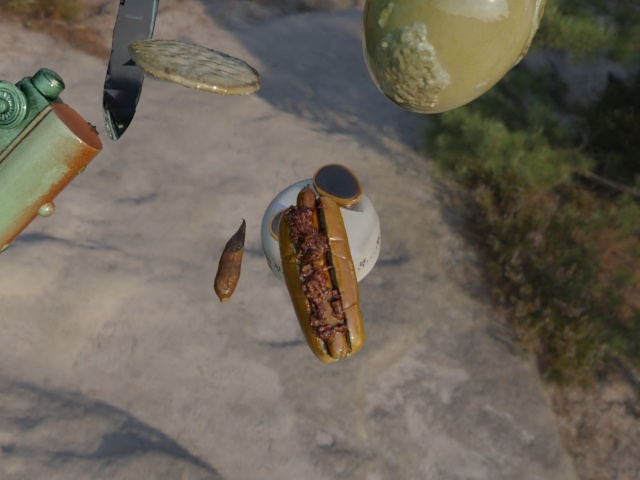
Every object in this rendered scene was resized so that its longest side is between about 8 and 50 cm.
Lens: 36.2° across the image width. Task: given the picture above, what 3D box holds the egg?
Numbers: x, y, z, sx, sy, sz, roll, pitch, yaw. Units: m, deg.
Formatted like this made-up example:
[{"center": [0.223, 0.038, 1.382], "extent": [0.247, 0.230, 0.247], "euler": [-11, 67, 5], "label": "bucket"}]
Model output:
[{"center": [0.121, -0.210, 0.919], "extent": [0.164, 0.201, 0.164], "euler": [19, 39, -16], "label": "egg"}]

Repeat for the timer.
[{"center": [0.000, 0.000, 1.876], "extent": [0.233, 0.240, 0.233], "euler": [-3, 54, 4], "label": "timer"}]

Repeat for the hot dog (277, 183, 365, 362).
[{"center": [-0.005, 0.041, 1.318], "extent": [0.076, 0.102, 0.249], "euler": [22, 54, -60], "label": "hot dog"}]

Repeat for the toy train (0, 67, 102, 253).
[{"center": [-0.435, -0.101, 1.363], "extent": [0.177, 0.285, 0.116], "euler": [47, 11, -1], "label": "toy train"}]

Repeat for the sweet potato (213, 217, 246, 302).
[{"center": [-0.189, 0.040, 2.084], "extent": [0.056, 0.056, 0.195], "euler": [15, 74, -7], "label": "sweet potato"}]

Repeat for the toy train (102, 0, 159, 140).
[{"center": [-0.260, -0.260, 1.334], "extent": [0.055, 0.252, 0.048], "euler": [11, 19, -13], "label": "toy train"}]

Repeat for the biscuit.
[{"center": [-0.136, -0.193, 1.079], "extent": [0.152, 0.020, 0.152], "euler": [14, 23, -6], "label": "biscuit"}]
